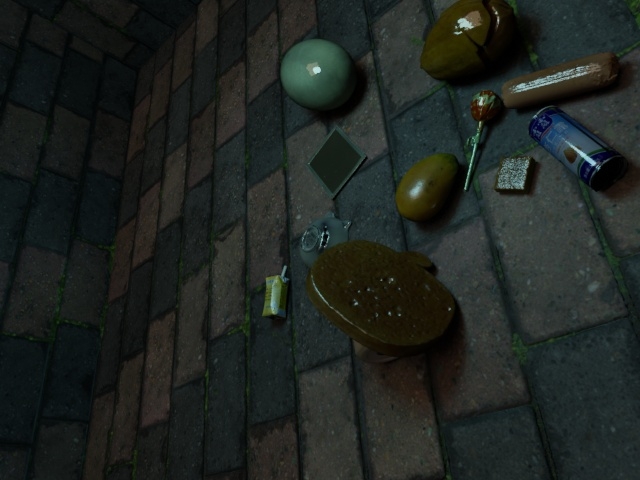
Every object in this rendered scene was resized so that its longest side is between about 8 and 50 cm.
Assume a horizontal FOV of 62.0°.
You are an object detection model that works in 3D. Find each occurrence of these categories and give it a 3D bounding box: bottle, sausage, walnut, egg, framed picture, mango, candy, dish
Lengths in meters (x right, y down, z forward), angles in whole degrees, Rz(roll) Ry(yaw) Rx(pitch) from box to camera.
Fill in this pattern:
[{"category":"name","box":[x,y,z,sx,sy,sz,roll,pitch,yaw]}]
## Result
[{"category":"bottle","box":[0.151,0.208,1.490,0.148,0.148,0.236,-36,47,31]},{"category":"sausage","box":[0.598,-0.400,1.349,0.289,0.086,0.086,-5,68,45]},{"category":"walnut","box":[0.412,-0.576,1.559,0.336,0.209,0.208,-18,58,56]},{"category":"egg","box":[-0.010,-0.615,1.982,0.258,0.259,0.352,-58,38,9]},{"category":"framed picture","box":[0.052,-0.288,1.939,0.197,0.014,0.252,-51,43,17]},{"category":"mango","box":[0.303,-0.156,1.527,0.152,0.120,0.221,27,85,47]},{"category":"candy","box":[0.441,-0.279,1.490,0.078,0.084,0.287,14,92,52]},{"category":"dish","box":[0.000,0.000,1.800,0.228,0.086,0.236,-35,49,31]}]

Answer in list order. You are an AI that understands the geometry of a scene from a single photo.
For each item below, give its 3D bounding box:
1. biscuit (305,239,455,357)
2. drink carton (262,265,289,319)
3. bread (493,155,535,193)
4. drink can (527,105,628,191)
[{"category":"biscuit","box":[0.167,0.139,1.420,0.394,0.351,0.070,40,143,30]},{"category":"drink carton","box":[-0.154,0.176,1.892,0.084,0.075,0.199,-17,61,42]},{"category":"bread","box":[0.502,-0.171,1.380,0.090,0.035,0.094,6,77,49]},{"category":"drink can","box":[0.599,-0.221,1.255,0.097,0.097,0.235,-48,44,20]}]
